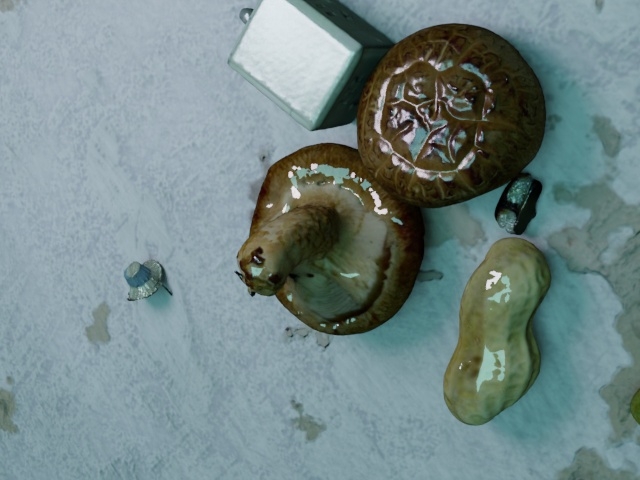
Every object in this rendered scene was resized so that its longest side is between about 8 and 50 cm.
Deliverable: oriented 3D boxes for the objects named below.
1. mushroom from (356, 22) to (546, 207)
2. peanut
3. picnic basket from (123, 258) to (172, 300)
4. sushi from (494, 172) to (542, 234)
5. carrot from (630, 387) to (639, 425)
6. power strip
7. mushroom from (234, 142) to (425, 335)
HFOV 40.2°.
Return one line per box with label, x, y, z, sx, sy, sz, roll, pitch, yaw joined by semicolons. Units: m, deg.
mushroom;0.164;-0.162;1.141;0.253;0.153;0.253;-2;86;22
peanut;0.244;0.128;1.191;0.125;0.111;0.275;15;108;18
picnic basket;-0.297;0.071;1.474;0.065;0.083;0.083;-11;141;27
sushi;0.267;-0.052;1.186;0.046;0.044;0.083;36;115;38
carrot;0.531;0.121;1.073;0.074;0.074;0.358;48;116;9
power strip;-0.032;-0.274;1.216;0.224;0.140;0.139;40;117;13
mushroom;0.022;0.007;1.232;0.267;0.254;0.267;-1;113;-3
